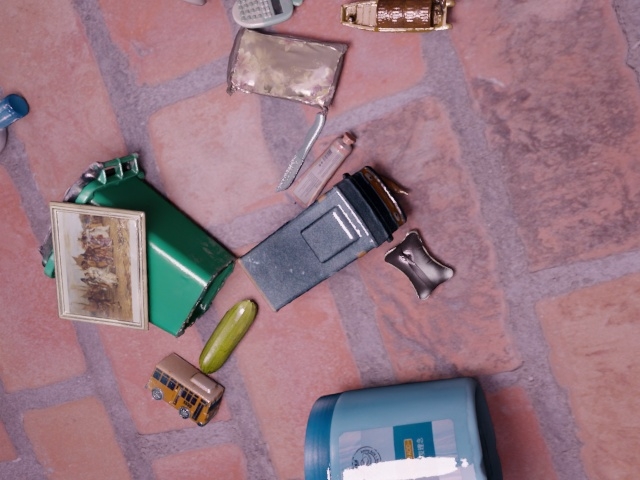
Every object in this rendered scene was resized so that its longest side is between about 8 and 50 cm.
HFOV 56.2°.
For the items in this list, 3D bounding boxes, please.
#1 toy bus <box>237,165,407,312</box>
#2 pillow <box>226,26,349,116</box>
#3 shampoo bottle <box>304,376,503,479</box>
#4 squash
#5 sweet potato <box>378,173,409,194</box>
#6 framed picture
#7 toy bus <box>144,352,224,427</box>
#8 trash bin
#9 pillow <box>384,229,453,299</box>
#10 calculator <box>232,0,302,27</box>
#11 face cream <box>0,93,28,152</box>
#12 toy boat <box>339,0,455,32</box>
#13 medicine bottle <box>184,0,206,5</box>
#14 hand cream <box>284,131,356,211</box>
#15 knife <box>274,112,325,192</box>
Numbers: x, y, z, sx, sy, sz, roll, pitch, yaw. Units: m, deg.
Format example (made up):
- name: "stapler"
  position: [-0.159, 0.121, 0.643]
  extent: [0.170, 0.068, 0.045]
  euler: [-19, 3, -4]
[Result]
- name: "toy bus"
  position: [0.000, 0.000, 1.254]
  extent: [0.323, 0.194, 0.162]
  euler: [-35, 90, 31]
- name: "pillow"
  position: [-0.076, -0.364, 1.279]
  extent: [0.255, 0.059, 0.169]
  euler: [16, 96, 11]
- name: "shampoo bottle"
  position: [0.185, 0.466, 1.248]
  extent: [0.342, 0.331, 0.331]
  euler: [-13, 98, 18]
- name: "squash"
  position: [-0.228, 0.233, 1.461]
  extent: [0.069, 0.069, 0.239]
  euler: [38, 110, 6]
- name: "sweet potato"
  position: [0.133, -0.114, 1.278]
  extent: [0.117, 0.049, 0.049]
  euler: [18, 107, 16]
- name: "framed picture"
  position: [-0.467, 0.058, 1.263]
  extent: [0.217, 0.017, 0.274]
  euler: [5, 109, 8]
- name: "toy bus"
  position: [-0.336, 0.375, 1.515]
  extent: [0.182, 0.091, 0.103]
  euler: [32, 110, 10]
- name: "trash bin"
  position: [-0.398, 0.013, 1.377]
  extent: [0.381, 0.259, 0.295]
  euler: [33, 110, 1]
- name: "pillow"
  position: [0.210, 0.053, 1.292]
  extent: [0.091, 0.055, 0.136]
  euler: [-44, 90, -11]
- name: "calculator"
  position: [-0.110, -0.491, 1.255]
  extent: [0.153, 0.021, 0.095]
  euler: [-15, 70, -2]
- name: "face cream"
  position: [-0.892, -0.279, 1.542]
  extent: [0.336, 0.080, 0.163]
  euler: [-23, 94, 20]
- name: "toy boat"
  position: [0.148, -0.446, 1.178]
  extent: [0.226, 0.088, 0.068]
  euler: [6, 105, 15]
- name: "medicine bottle"
  position: [-0.287, -0.670, 1.198]
  extent: [0.208, 0.208, 0.340]
  euler: [24, 108, 11]
- name: "hand cream"
  position: [0.003, -0.151, 1.318]
  extent: [0.067, 0.043, 0.210]
  euler: [44, 118, 2]
- name: "knife"
  position: [-0.043, -0.190, 1.334]
  extent: [0.028, 0.015, 0.210]
  euler: [31, 110, 1]
